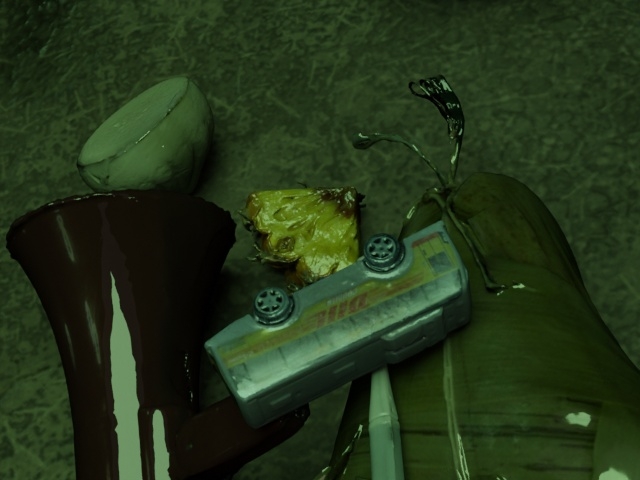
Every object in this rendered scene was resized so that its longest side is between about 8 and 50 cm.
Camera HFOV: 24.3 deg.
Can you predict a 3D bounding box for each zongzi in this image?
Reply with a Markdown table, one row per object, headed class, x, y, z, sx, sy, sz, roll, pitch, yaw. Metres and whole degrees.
| class | x | y | z | sx | sy | sz | roll | pitch | yaw |
| --- | --- | --- | --- | --- | --- | --- | --- | --- | --- |
| zongzi | 0.193 | 0.062 | 1.105 | 0.418 | 0.181 | 0.447 | -9 | 54 | 37 |

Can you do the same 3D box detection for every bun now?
| class | x | y | z | sx | sy | sz | roll | pitch | yaw |
| --- | --- | --- | --- | --- | --- | --- | --- | --- | --- |
| bun | -0.150 | -0.080 | 1.378 | 0.138 | 0.094 | 0.138 | -32 | 24 | 16 |

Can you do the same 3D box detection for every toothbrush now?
| class | x | y | z | sx | sy | sz | roll | pitch | yaw |
| --- | --- | --- | --- | --- | --- | --- | --- | --- | --- |
| toothbrush | 0.041 | 0.148 | 1.018 | 0.030 | 0.025 | 0.342 | -30 | 44 | 27 |

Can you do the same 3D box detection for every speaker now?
| class | x | y | z | sx | sy | sz | roll | pitch | yaw |
| --- | --- | --- | --- | --- | --- | --- | --- | --- | --- |
| speaker | -0.109 | 0.121 | 1.198 | 0.259 | 0.198 | 0.329 | -22 | 65 | 16 |

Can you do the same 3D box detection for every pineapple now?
| class | x | y | z | sx | sy | sz | roll | pitch | yaw |
| --- | --- | --- | --- | --- | --- | --- | --- | --- | --- |
| pineapple | 0.000 | 0.000 | 1.309 | 0.116 | 0.069 | 0.137 | -42 | 67 | -17 |

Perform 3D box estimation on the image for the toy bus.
| class | x | y | z | sx | sy | sz | roll | pitch | yaw |
| --- | --- | --- | --- | --- | --- | --- | --- | --- | --- |
| toy bus | 0.016 | 0.057 | 1.039 | 0.190 | 0.064 | 0.075 | -25 | 56 | -6 |
